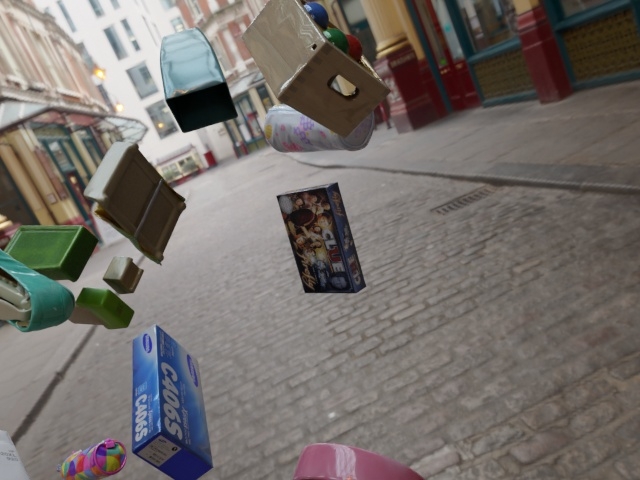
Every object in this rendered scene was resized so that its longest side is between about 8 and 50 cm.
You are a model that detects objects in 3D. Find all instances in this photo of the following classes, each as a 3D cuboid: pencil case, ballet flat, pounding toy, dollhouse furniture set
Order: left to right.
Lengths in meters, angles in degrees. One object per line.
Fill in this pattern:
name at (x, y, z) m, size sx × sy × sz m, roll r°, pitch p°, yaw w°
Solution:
ballet flat at (-0.454, 0.050, 0.736) m, size 0.247 × 0.083 × 0.087 m, roll 24°, pitch 15°, yaw 10°
pencil case at (-0.636, 0.620, 1.527) m, size 0.236 × 0.104 × 0.104 m, roll -29°, pitch 7°, yaw 35°
dollhouse furniture set at (-0.402, -0.013, 1.008) m, size 0.151 × 0.198 × 0.302 m, roll -3°, pitch 52°, yaw 23°
pencil case at (-0.010, -0.250, 1.195) m, size 0.273 × 0.124 × 0.114 m, roll 9°, pitch 77°, yaw 51°
pounding toy at (-0.001, -0.238, 0.692) m, size 0.094 × 0.206 × 0.181 m, roll -44°, pitch -36°, yaw 23°

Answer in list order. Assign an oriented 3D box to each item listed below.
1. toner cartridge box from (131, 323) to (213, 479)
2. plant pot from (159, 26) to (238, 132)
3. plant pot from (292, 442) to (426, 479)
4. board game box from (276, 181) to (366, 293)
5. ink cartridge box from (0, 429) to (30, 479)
toner cartridge box at (-0.336, 0.353, 1.220) m, size 0.075 × 0.165 × 0.348 m, roll -35°, pitch 33°, yaw 2°
plant pot at (-0.351, -0.459, 1.520) m, size 0.165 × 0.234 × 0.166 m, roll -18°, pitch -20°, yaw -3°
plant pot at (0.041, 0.411, 0.764) m, size 0.201 × 0.201 × 0.180 m, roll -15°, pitch 40°, yaw 37°
board game box at (0.000, 0.000, 1.236) m, size 0.165 × 0.244 × 0.042 m, roll -6°, pitch 15°, yaw 45°
ink cartridge box at (-0.518, 0.374, 0.694) m, size 0.168 × 0.171 × 0.233 m, roll 32°, pitch 85°, yaw 38°
